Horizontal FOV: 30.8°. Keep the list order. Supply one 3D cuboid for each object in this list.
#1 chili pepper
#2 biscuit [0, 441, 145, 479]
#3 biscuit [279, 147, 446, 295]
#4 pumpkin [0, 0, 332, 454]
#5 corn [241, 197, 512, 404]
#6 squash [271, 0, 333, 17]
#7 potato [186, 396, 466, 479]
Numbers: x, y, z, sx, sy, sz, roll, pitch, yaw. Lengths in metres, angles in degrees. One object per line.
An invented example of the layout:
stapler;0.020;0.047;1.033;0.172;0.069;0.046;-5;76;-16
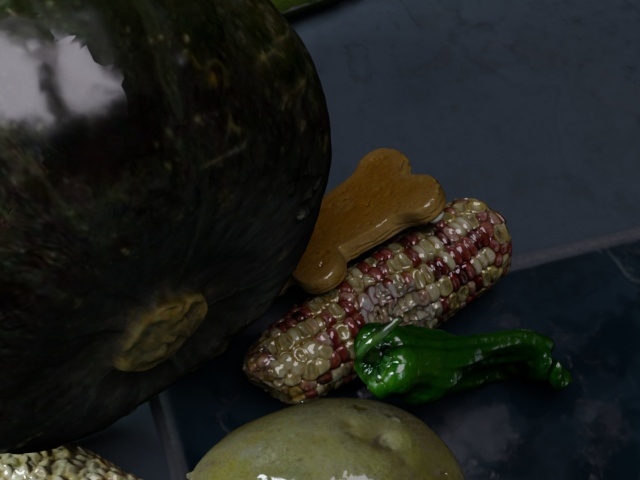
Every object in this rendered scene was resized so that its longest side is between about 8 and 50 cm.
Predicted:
chili pepper;0.120;0.105;1.023;0.257;0.100;0.074;1;80;-38
biscuit;-0.211;0.215;0.977;0.169;0.082;0.070;22;36;6
biscuit;0.001;0.001;1.095;0.240;0.035;0.158;-33;29;1
pumpkin;-0.210;-0.048;0.907;0.454;0.454;0.344;-27;64;-19
corn;0.056;0.059;1.075;0.290;0.098;0.098;-33;70;-22
squash;-0.084;-0.254;1.246;0.318;0.071;0.080;-28;69;-19
potato;0.005;0.220;0.956;0.235;0.160;0.178;9;43;10
